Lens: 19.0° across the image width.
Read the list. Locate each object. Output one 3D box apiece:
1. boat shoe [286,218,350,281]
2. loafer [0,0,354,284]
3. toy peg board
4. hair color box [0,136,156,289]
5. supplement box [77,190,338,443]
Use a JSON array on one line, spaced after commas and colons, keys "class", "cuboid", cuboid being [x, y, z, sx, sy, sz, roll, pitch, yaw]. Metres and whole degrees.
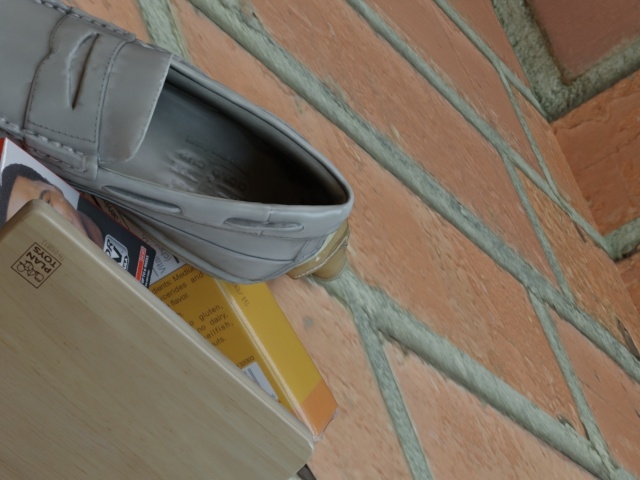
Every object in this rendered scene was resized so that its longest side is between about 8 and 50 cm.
[{"class": "boat shoe", "cuboid": [0.000, 0.000, 1.530, 0.190, 0.068, 0.072, -72, 142, -70]}, {"class": "loafer", "cuboid": [-0.123, -0.079, 1.063, 0.319, 0.111, 0.112, 27, 58, -26]}, {"class": "toy peg board", "cuboid": [-0.117, 0.076, 0.821, 0.161, 0.160, 0.079, 42, 12, -20]}, {"class": "hair color box", "cuboid": [-0.150, 0.009, 1.041, 0.141, 0.043, 0.072, 39, 50, -49]}, {"class": "supplement box", "cuboid": [-0.083, 0.034, 1.186, 0.233, 0.080, 0.078, 61, 15, -3]}]
